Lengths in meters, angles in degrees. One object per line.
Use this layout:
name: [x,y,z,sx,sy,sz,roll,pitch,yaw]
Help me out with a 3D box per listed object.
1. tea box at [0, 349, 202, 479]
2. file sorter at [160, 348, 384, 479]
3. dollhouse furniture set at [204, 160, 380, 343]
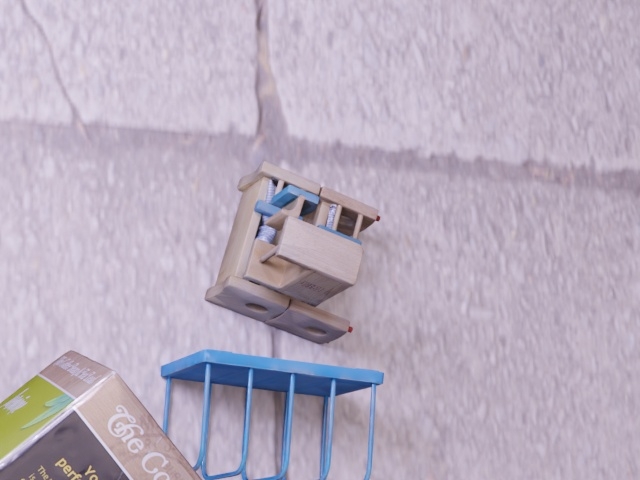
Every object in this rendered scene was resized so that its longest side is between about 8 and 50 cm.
tea box: [-0.198,0.311,1.263,0.323,0.220,0.329,-38,101,-13]
file sorter: [-0.047,0.163,1.486,0.170,0.118,0.104,9,75,-22]
dollhouse furniture set: [0.000,0.000,1.513,0.129,0.184,0.129,22,68,-18]
